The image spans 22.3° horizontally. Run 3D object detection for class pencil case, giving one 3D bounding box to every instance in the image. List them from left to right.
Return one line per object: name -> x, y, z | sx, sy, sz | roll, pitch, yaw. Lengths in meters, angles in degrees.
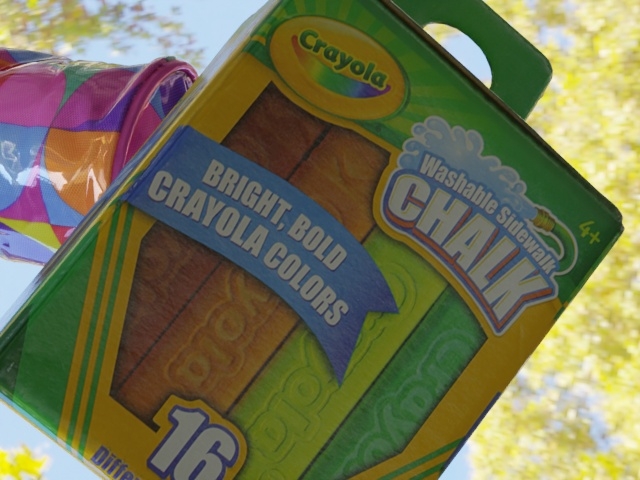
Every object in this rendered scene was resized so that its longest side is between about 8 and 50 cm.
pencil case -> -0.150, -0.045, 0.725 | 0.104, 0.236, 0.104 | -28, -56, -53

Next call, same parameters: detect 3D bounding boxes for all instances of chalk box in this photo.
chalk box -> 0.000, 0.000, 0.540 | 0.132, 0.132, 0.213 | 39, -100, -9
